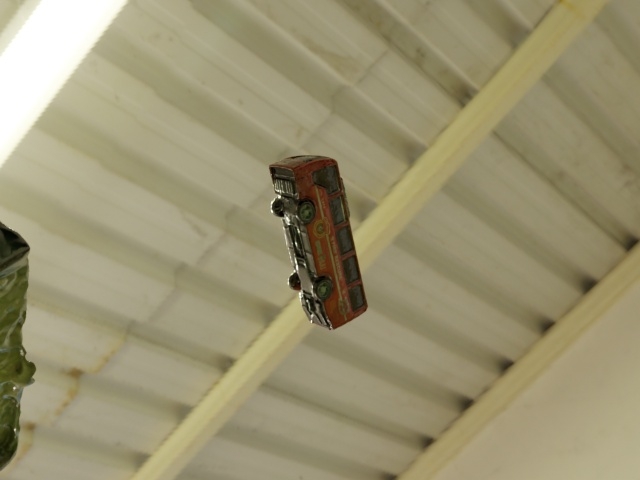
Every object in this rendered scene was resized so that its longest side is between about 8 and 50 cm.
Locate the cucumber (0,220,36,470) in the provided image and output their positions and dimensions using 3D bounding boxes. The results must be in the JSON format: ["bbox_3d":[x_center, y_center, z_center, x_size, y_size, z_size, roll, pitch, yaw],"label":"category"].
[{"bbox_3d":[-0.156,0.032,0.347,0.062,0.115,0.116,-29,-41,-43],"label":"cucumber"}]

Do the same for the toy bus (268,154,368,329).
[{"bbox_3d":[0.000,0.000,0.614,0.043,0.031,0.110,-24,-67,-31],"label":"toy bus"}]
